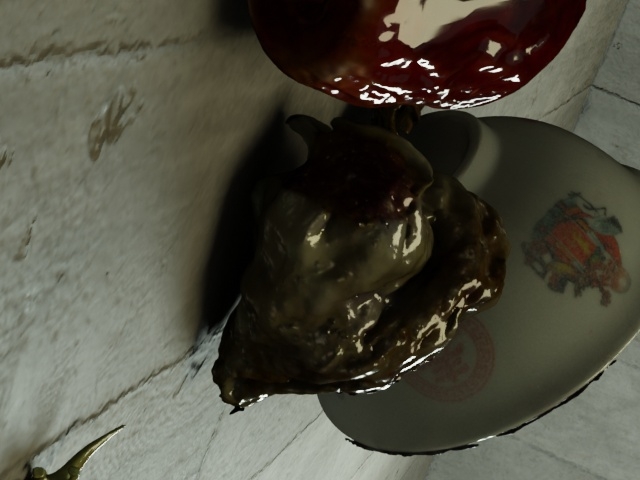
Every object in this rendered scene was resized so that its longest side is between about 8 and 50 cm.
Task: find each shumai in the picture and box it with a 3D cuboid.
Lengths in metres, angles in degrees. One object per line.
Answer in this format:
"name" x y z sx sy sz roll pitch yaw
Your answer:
"shumai" 0.003 -0.003 1.086 0.185 0.218 0.184 62 33 -24

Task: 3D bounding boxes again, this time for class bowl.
"bowl" 0.105 -0.004 1.266 0.157 0.346 0.345 54 49 -28

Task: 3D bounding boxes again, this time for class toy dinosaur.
"toy dinosaur" -0.151 0.138 0.880 0.113 0.026 0.041 -49 169 -27

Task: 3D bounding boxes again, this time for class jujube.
"jujube" 0.060 -0.164 0.912 0.255 0.190 0.190 -24 139 -48

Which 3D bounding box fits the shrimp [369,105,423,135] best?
"shrimp" 0.090 -0.169 1.269 0.133 0.053 0.236 105 12 -46
